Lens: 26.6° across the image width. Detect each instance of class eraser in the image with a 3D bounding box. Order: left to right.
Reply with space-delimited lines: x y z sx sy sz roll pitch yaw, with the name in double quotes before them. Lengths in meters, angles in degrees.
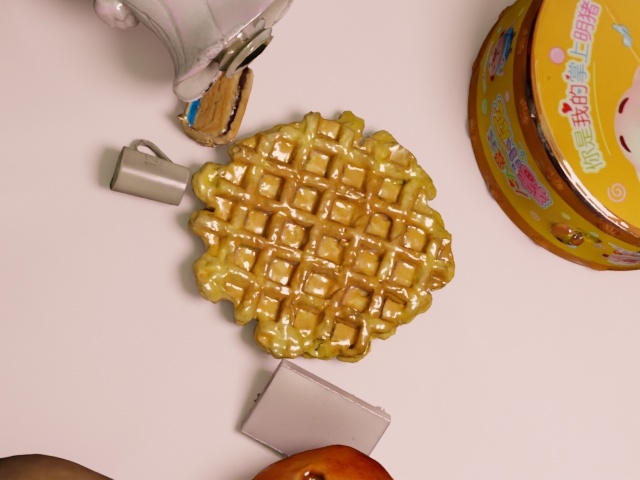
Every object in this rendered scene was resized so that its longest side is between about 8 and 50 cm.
"eraser" -0.005 0.214 1.596 0.150 0.023 0.103 29 107 -9

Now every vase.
"vase" -0.233 -0.366 1.536 0.445 0.250 0.250 46 74 0

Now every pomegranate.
"pomegranate" 0.005 0.327 1.519 0.209 0.209 0.209 2 81 -14

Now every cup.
"cup" -0.202 -0.079 1.609 0.083 0.075 0.054 16 115 -15

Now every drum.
"drum" 0.409 -0.175 1.687 0.431 0.214 0.431 2 80 -14

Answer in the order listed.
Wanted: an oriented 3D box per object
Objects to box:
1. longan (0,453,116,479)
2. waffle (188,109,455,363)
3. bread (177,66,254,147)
"longan" -0.276 0.371 1.380 0.319 0.319 0.318 2 81 -14
"waffle" 0.000 0.000 1.633 0.325 0.068 0.302 -26 89 -15
"bread" -0.123 -0.165 1.635 0.072 0.053 0.106 15 75 12
